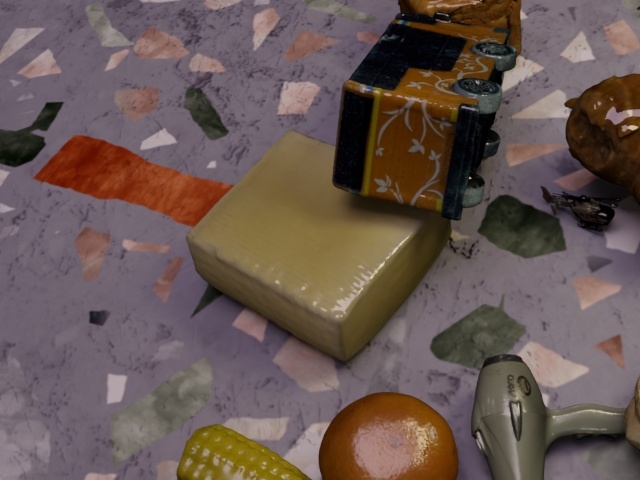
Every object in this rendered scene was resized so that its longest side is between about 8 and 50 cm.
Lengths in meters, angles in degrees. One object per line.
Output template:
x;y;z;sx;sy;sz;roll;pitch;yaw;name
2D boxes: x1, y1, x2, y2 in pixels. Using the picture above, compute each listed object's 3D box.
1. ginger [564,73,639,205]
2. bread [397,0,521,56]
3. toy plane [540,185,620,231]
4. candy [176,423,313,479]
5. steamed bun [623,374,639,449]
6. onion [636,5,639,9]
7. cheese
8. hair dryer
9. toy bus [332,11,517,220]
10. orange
0.489;-0.091;1.327;0.274;0.152;0.357;-16;48;-35;ginger
0.205;-0.327;1.582;0.149;0.158;0.143;-25;46;-1;bread
0.337;-0.044;1.396;0.120;0.049;0.031;16;58;46;toy plane
-0.068;0.289;1.233;0.198;0.094;0.106;19;73;25;candy
0.436;0.164;1.156;0.177;0.106;0.192;28;58;18;steamed bun
0.578;-0.446;1.552;0.273;0.285;0.273;17;31;-11;onion
0.000;0.000;1.413;0.265;0.124;0.242;28;67;31;cheese
0.266;0.250;1.194;0.224;0.088;0.219;16;66;8;hair dryer
0.140;-0.173;1.395;0.194;0.162;0.323;12;30;11;toy bus
0.076;0.247;1.206;0.156;0.124;0.156;1;61;-2;orange
